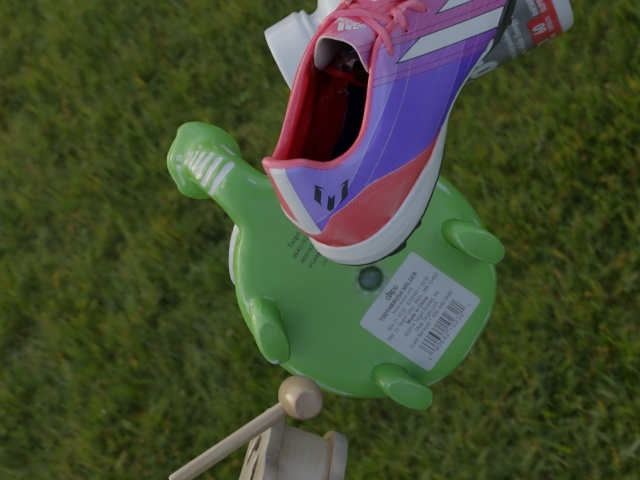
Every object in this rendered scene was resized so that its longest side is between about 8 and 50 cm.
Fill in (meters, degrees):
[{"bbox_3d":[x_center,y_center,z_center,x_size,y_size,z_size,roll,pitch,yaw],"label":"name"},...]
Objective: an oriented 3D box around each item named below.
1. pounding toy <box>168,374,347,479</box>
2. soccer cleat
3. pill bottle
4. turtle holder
[{"bbox_3d":[-0.069,0.230,1.364,0.154,0.155,0.269,-109,41,-77],"label":"pounding toy"},{"bbox_3d":[0.052,-0.143,1.034,0.109,0.116,0.318,7,65,35],"label":"soccer cleat"},{"bbox_3d":[0.099,-0.222,1.535,0.283,0.161,0.161,-28,53,7],"label":"pill bottle"},{"bbox_3d":[0.004,0.019,1.475,0.227,0.320,0.243,-128,43,-76],"label":"turtle holder"}]
